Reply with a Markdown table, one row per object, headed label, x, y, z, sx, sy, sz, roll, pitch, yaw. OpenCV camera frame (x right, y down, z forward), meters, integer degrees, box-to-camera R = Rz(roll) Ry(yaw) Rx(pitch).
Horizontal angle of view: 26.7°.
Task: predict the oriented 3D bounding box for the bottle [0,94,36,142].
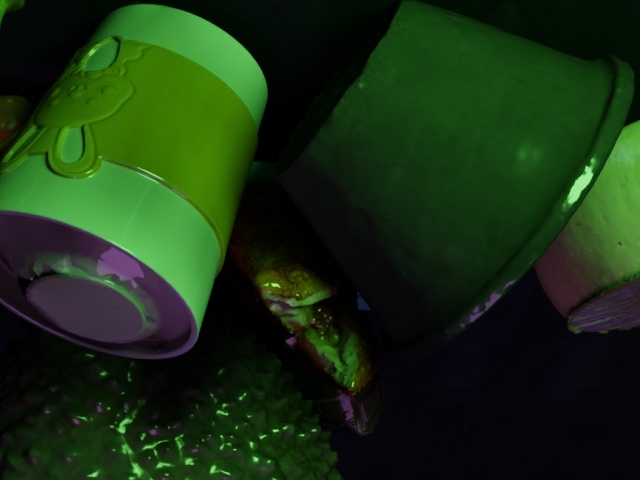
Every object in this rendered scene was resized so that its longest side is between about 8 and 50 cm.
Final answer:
| label | x | y | z | sx | sy | sz | roll | pitch | yaw |
| --- | --- | --- | --- | --- | --- | --- | --- | --- | --- |
| bottle | -0.265 | -0.088 | 1.129 | 0.187 | 0.069 | 0.069 | 0 | 152 | 10 |

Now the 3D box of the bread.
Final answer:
| label | x | y | z | sx | sy | sz | roll | pitch | yaw |
| --- | --- | --- | --- | --- | --- | --- | --- | --- | --- |
| bread | -0.017 | 0.027 | 1.054 | 0.139 | 0.095 | 0.269 | 47 | 179 | -22 |

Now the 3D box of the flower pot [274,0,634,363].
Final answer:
| label | x | y | z | sx | sy | sz | roll | pitch | yaw |
| --- | --- | --- | --- | --- | --- | --- | --- | --- | --- |
| flower pot | 0.075 | -0.064 | 0.955 | 0.166 | 0.269 | 0.269 | 37 | 145 | -11 |

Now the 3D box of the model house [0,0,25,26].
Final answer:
| label | x | y | z | sx | sy | sz | roll | pitch | yaw |
| --- | --- | --- | --- | --- | --- | --- | --- | --- | --- |
| model house | -0.343 | -0.088 | 0.968 | 0.175 | 0.234 | 0.193 | 23 | 150 | -28 |

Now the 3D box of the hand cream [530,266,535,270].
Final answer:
| label | x | y | z | sx | sy | sz | roll | pitch | yaw |
| --- | --- | --- | --- | --- | --- | --- | --- | --- | --- |
| hand cream | 0.165 | 0.004 | 1.189 | 0.276 | 0.059 | 0.095 | -9 | 153 | -6 |

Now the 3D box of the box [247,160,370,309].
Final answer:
| label | x | y | z | sx | sy | sz | roll | pitch | yaw |
| --- | --- | --- | --- | --- | --- | --- | --- | --- | --- |
| box | 0.000 | -0.001 | 1.264 | 0.162 | 0.041 | 0.229 | 3 | 153 | 8 |

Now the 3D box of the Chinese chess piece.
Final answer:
| label | x | y | z | sx | sy | sz | roll | pitch | yaw |
| --- | --- | --- | --- | --- | --- | --- | --- | --- | --- |
| Chinese chess piece | 0.289 | -0.018 | 1.000 | 0.270 | 0.112 | 0.270 | -14 | 164 | -4 |

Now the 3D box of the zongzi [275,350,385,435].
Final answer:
| label | x | y | z | sx | sy | sz | roll | pitch | yaw |
| --- | --- | --- | --- | --- | --- | --- | --- | --- | --- |
| zongzi | -0.024 | 0.123 | 1.509 | 0.189 | 0.081 | 0.178 | 11 | 131 | 29 |

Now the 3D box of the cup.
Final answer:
| label | x | y | z | sx | sy | sz | roll | pitch | yaw |
| --- | --- | --- | --- | --- | --- | --- | --- | --- | --- |
| cup | -0.166 | -0.047 | 1.003 | 0.241 | 0.226 | 0.185 | 5 | 147 | 27 |

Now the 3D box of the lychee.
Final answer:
| label | x | y | z | sx | sy | sz | roll | pitch | yaw |
| --- | --- | --- | --- | --- | --- | --- | --- | --- | --- |
| lychee | -0.185 | 0.228 | 1.399 | 0.432 | 0.380 | 0.380 | 15 | 151 | -18 |
